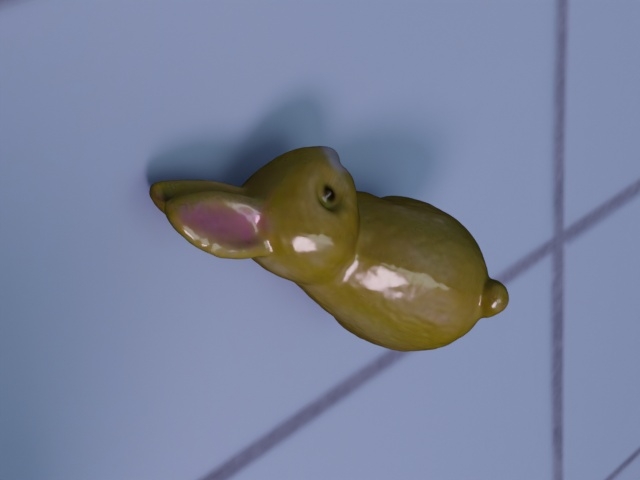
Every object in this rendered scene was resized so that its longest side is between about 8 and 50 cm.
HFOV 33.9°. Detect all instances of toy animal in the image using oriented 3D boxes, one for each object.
[{"bbox_3d":[0.003,-0.001,0.443,0.159,0.083,0.070,24,84,-39],"label":"toy animal"}]
